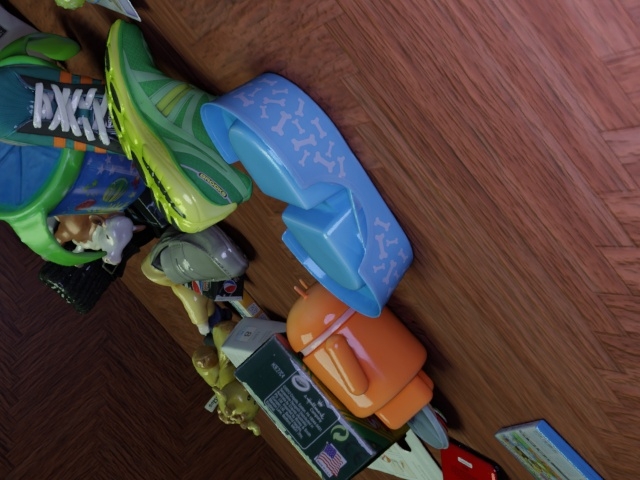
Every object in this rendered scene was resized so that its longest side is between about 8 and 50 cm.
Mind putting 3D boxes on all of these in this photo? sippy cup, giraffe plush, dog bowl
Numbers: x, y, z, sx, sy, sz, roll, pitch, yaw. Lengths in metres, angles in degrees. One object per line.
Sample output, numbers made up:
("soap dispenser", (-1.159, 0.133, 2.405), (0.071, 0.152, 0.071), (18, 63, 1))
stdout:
("sippy cup", (-0.370, -0.133, 1.575), (0.240, 0.305, 0.224), (24, -173, 31))
("giraffe plush", (-0.160, 0.283, 2.108), (0.181, 0.210, 0.170), (18, -167, -18))
("dog bowl", (-0.006, -0.049, 1.125), (0.166, 0.074, 0.297), (23, 152, 57))

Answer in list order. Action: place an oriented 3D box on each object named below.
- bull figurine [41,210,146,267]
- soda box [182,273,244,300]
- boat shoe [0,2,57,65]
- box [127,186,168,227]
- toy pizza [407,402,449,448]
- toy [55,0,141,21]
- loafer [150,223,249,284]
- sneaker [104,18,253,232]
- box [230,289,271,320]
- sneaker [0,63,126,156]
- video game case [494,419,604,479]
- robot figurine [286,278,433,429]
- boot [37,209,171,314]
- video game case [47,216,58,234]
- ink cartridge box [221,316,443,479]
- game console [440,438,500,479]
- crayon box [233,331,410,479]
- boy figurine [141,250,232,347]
("bull figurine", (-0.434, -0.062, 1.851), (0.310, 0.101, 0.188), (53, 123, 15))
("soda box", (-0.197, 0.070, 1.964), (0.169, 0.060, 0.053), (16, 103, 62))
("boat shoe", (-0.557, -0.356, 1.813), (0.301, 0.108, 0.102), (36, 162, 12))
("box", (-0.305, -0.105, 1.802), (0.147, 0.077, 0.180), (53, 164, -20))
("toy pizza", (0.119, 0.216, 1.546), (0.201, 0.032, 0.201), (47, 167, 15))
("toy", (-0.306, -0.320, 1.283), (0.237, 0.056, 0.137), (26, 153, 54))
("loafer", (-0.211, 0.032, 1.831), (0.112, 0.111, 0.319), (51, 165, -16))
("sneaker", (-0.173, -0.139, 1.279), (0.295, 0.123, 0.109), (61, 156, 22))
("box", (-0.148, 0.118, 2.055), (0.136, 0.028, 0.081), (52, 165, -9))
("sneaker", (-0.292, -0.164, 1.368), (0.121, 0.108, 0.302), (6, -178, 43))
("video game case", (0.275, 0.265, 1.279), (0.119, 0.015, 0.166), (45, 165, 4))
("robot figurine", (0.046, 0.132, 1.351), (0.219, 0.158, 0.128), (47, 139, 0))
("boot", (-0.434, -0.028, 2.001), (0.131, 0.260, 0.348), (36, 162, 34))
("video game case", (-0.497, -0.103, 2.129), (0.023, 0.201, 0.183), (22, 168, -9))
("ink cartridge box", (0.040, 0.282, 1.923), (0.385, 0.091, 0.308), (3, 136, 46))
("game console", (0.252, 0.358, 1.594), (0.144, 0.085, 0.124), (17, 116, 61))
("crayon box", (0.016, 0.222, 1.501), (0.202, 0.081, 0.318), (48, -172, 11))
("boy figurine", (-0.263, 0.114, 2.193), (0.285, 0.092, 0.177), (56, -173, -46))
